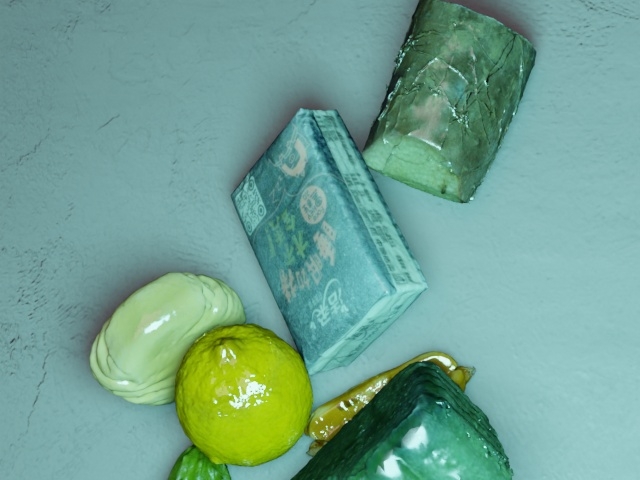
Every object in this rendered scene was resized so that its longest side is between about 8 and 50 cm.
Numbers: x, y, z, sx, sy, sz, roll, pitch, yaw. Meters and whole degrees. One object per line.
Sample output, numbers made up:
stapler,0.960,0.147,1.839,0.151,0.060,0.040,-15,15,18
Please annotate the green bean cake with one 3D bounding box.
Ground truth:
green bean cake,0.084,0.320,1.590,0.169,0.300,0.308,45,97,-4

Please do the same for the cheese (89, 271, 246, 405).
cheese,-0.221,0.138,1.823,0.226,0.214,0.117,-45,62,6

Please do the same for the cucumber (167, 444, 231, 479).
cucumber,-0.174,0.386,1.783,0.134,0.134,0.244,-3,63,15

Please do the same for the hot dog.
hot dog,0.096,0.240,1.774,0.269,0.072,0.109,-28,69,7

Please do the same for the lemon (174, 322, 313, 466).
lemon,-0.107,0.217,1.758,0.192,0.231,0.192,-5,49,5

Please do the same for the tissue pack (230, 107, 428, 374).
tissue pack,0.000,0.000,1.807,0.228,0.103,0.315,-48,58,43

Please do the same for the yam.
yam,0.177,-0.201,1.834,0.202,0.201,0.271,20,86,22
